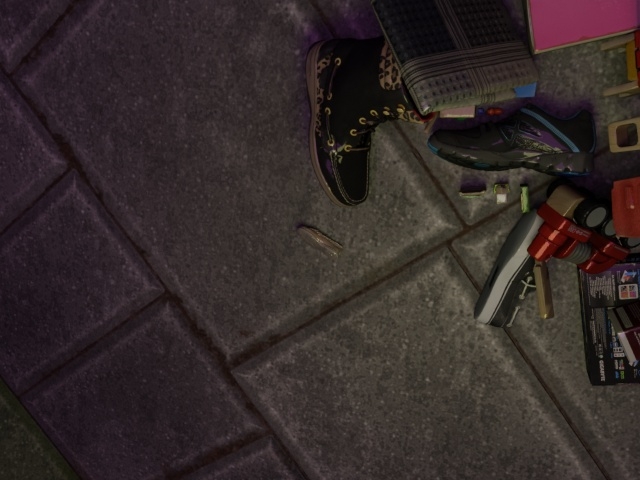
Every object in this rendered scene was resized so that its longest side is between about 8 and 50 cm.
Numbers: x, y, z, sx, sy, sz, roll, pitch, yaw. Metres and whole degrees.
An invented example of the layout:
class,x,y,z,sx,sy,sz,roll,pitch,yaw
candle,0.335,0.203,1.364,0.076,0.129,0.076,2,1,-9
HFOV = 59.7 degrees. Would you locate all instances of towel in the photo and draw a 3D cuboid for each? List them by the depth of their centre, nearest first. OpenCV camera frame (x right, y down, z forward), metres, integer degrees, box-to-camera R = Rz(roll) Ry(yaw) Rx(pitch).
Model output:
class,x,y,z,sx,sy,sz,roll,pitch,yaw
towel,0.246,-0.400,1.058,0.056,0.324,0.312,-35,76,60

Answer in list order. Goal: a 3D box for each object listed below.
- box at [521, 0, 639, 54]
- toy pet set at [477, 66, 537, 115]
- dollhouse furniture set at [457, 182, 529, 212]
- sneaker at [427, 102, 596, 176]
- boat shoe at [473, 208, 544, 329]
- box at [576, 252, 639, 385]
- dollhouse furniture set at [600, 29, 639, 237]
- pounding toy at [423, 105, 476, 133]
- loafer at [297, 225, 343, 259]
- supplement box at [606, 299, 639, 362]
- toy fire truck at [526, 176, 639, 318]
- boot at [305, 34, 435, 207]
class,x,y,z,sx,sy,sz,roll,pitch,yaw
box,0.510,-0.439,1.049,0.232,0.148,0.127,-8,104,19
toy pet set,0.390,-0.323,1.169,0.114,0.065,0.122,4,109,16
dollhouse furniture set,0.383,-0.092,1.240,0.152,0.076,0.058,-3,106,17
sneaker,0.403,-0.218,1.187,0.341,0.125,0.139,7,92,9
boat shoe,0.453,0.076,1.254,0.105,0.113,0.306,19,114,3
box,0.734,0.172,1.219,0.293,0.073,0.295,-8,104,19
dollhouse furniture set,0.652,-0.191,1.019,0.152,0.201,0.374,-1,95,58
pounding toy,0.277,-0.304,1.175,0.100,0.130,0.141,4,108,16
loafer,0.000,0.000,1.413,0.125,0.039,0.045,36,147,7
supplement box,0.717,0.152,1.111,0.239,0.130,0.073,-25,96,23
toy fire truck,0.519,0.031,1.144,0.217,0.158,0.246,18,115,-30
boot,0.110,-0.254,1.181,0.284,0.138,0.377,5,105,49
